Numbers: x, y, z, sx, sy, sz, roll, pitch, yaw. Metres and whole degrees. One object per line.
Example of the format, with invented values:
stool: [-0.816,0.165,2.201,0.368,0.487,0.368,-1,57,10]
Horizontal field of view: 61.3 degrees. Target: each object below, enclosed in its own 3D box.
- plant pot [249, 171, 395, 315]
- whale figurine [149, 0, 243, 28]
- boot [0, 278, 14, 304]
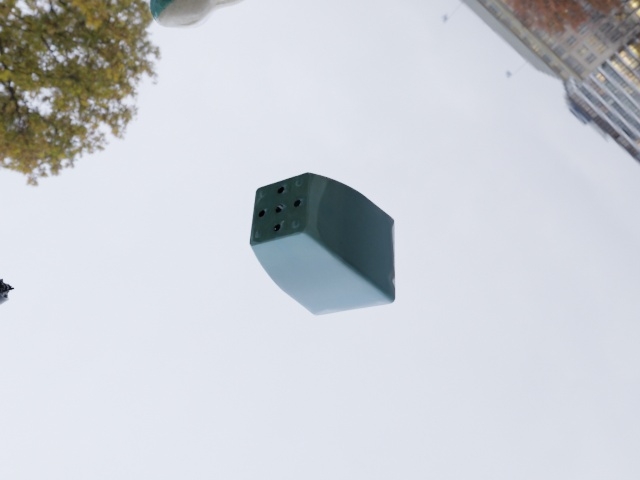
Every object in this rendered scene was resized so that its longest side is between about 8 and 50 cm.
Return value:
plant pot: [0.000,0.000,0.889,0.234,0.165,0.166,39,-133,-49]
whale figurine: [-0.067,-0.315,0.493,0.141,0.272,0.216,47,-168,-19]
boot: [-0.518,0.044,0.629,0.246,0.094,0.207,41,-112,7]
